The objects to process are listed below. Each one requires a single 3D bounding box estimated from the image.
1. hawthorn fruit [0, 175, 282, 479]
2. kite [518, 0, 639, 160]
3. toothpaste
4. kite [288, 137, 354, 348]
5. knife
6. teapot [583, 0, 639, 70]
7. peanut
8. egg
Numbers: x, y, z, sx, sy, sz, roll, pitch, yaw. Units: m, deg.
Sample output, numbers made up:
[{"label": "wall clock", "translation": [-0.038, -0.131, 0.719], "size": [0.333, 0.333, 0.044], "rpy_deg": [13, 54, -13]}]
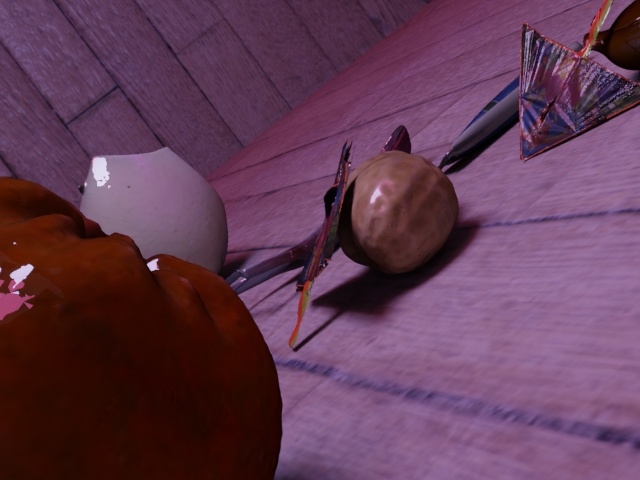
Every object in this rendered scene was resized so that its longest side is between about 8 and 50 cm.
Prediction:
[{"label": "hawthorn fruit", "translation": [-0.172, 0.124, 0.656], "size": [0.298, 0.277, 0.277], "rpy_deg": [-65, 11, -1]}, {"label": "kite", "translation": [0.211, -0.137, 1.030], "size": [0.159, 0.010, 0.190], "rpy_deg": [-61, 35, 14]}, {"label": "toothpaste", "translation": [0.191, -0.137, 1.221], "size": [0.197, 0.035, 0.057], "rpy_deg": [-40, -6, -11]}, {"label": "kite", "translation": [0.000, 0.000, 0.996], "size": [0.241, 0.014, 0.183], "rpy_deg": [150, 137, -83]}, {"label": "knife", "translation": [0.006, -0.022, 1.271], "size": [0.278, 0.053, 0.123], "rpy_deg": [-41, 6, -27]}, {"label": "teapot", "translation": [0.281, -0.192, 1.019], "size": [0.129, 0.078, 0.098], "rpy_deg": [-31, 11, 31]}, {"label": "peanut", "translation": [0.057, -0.027, 1.019], "size": [0.104, 0.085, 0.228], "rpy_deg": [-47, 7, 5]}, {"label": "egg", "translation": [-0.196, 0.006, 1.548], "size": [0.271, 0.161, 0.206], "rpy_deg": [61, -142, -72]}]
